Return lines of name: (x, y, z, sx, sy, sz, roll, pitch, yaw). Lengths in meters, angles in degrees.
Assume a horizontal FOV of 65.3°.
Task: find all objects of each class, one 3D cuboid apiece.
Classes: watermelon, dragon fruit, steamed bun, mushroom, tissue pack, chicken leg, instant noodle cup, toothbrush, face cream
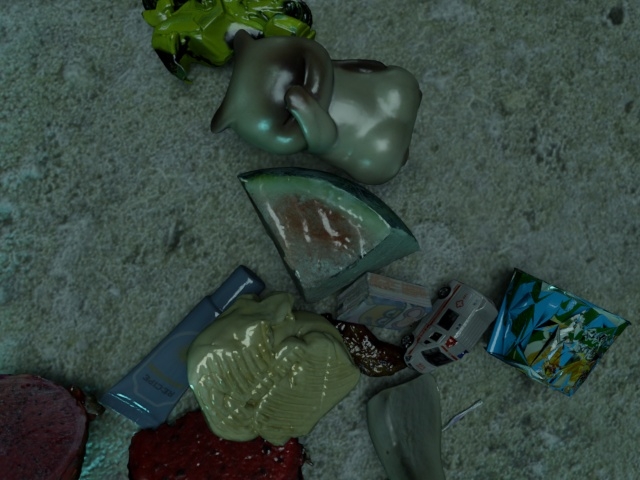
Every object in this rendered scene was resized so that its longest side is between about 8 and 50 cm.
watermelon: (0.000, 0.000, 0.962, 0.387, 0.228, 0.258, 19, 99, 1)
dragon fruit: (-0.187, 0.454, 0.967, 0.343, 0.100, 0.282, -15, 51, -7)
steamed bun: (-0.099, 0.221, 0.927, 0.289, 0.203, 0.276, -26, 113, -20)
mushroom: (0.192, 0.432, 0.964, 0.159, 0.122, 0.329, -23, 58, 15)
tissue pack: (0.124, 0.123, 0.983, 0.155, 0.115, 0.065, 14, 55, -27)
chicken leg: (0.088, 0.216, 1.033, 0.234, 0.063, 0.105, 41, 92, -6)
instant noodle cup: (0.451, 0.182, 0.986, 0.240, 0.240, 0.178, 26, 95, -4)
toothbrush: (0.296, 0.382, 1.075, 0.131, 0.013, 0.011, -32, 103, -4)
face cream: (-0.260, 0.213, 0.996, 0.135, 0.086, 0.385, 41, 91, -19)
dragon fruit: (-0.580, 0.422, 0.903, 0.314, 0.296, 0.263, 12, 124, -8)

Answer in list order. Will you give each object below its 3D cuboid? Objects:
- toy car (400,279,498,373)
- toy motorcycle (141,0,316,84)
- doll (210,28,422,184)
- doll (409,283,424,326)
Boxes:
toy car: (0.257, 0.186, 1.005, 0.210, 0.108, 0.089, -50, 121, -6)
toy motorcycle: (-0.182, -0.396, 0.964, 0.342, 0.142, 0.206, 7, 90, -3)
doll: (0.016, -0.232, 0.891, 0.370, 0.226, 0.215, 11, 102, -25)
doll: (0.198, 0.136, 1.052, 0.058, 0.040, 0.085, -17, 97, -17)
